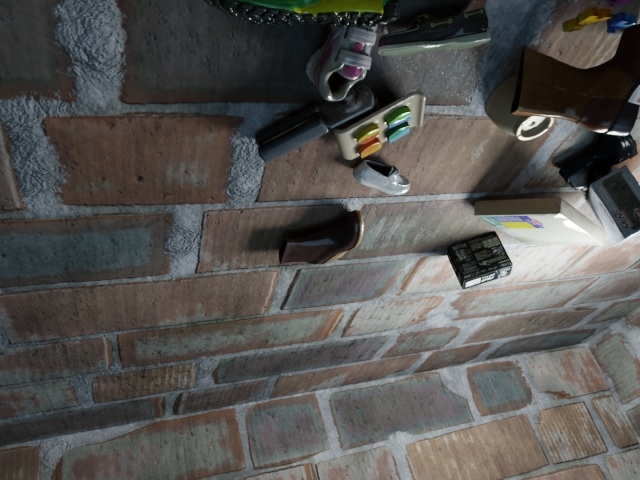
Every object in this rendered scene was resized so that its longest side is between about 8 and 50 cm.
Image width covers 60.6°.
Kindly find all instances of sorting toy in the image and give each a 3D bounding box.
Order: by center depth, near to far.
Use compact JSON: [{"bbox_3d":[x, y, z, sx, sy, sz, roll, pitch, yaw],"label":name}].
[{"bbox_3d":[0.139,-0.251,1.248,0.208,0.038,0.193,-24,169,4],"label":"sorting toy"}]

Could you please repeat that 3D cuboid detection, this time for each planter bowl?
[{"bbox_3d":[0.497,-0.314,1.327,0.162,0.109,0.162,-12,149,-8],"label":"planter bowl"}]

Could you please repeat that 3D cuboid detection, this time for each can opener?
[{"bbox_3d":[-0.003,-0.250,1.212,0.283,0.076,0.095,-25,147,14],"label":"can opener"}]

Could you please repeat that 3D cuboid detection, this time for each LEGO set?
[{"bbox_3d":[0.551,-0.468,1.112,0.227,0.087,0.093,-4,-177,-27],"label":"LEGO set"}]

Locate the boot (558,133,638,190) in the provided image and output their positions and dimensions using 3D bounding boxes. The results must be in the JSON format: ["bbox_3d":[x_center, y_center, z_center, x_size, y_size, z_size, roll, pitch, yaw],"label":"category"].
[{"bbox_3d":[0.802,-0.243,1.601,0.207,0.094,0.246,-37,150,23],"label":"boot"}]

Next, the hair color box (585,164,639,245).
[{"bbox_3d":[0.932,-0.096,1.708,0.113,0.185,0.374,-31,165,19],"label":"hair color box"}]

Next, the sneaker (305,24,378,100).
[{"bbox_3d":[0.060,-0.363,1.028,0.103,0.111,0.252,-1,145,-25],"label":"sneaker"}]

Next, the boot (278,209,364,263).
[{"bbox_3d":[0.000,0.000,1.592,0.207,0.090,0.248,-5,150,-24],"label":"boot"}]

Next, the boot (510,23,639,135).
[{"bbox_3d":[0.585,-0.388,1.243,0.280,0.264,0.096,13,-173,-3],"label":"boot"}]

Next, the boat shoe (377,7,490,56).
[{"bbox_3d":[0.220,-0.410,1.080,0.227,0.069,0.081,-9,-172,-6],"label":"boat shoe"}]

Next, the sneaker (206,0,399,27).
[{"bbox_3d":[-0.042,-0.430,0.888,0.343,0.146,0.134,-1,-169,-7],"label":"sneaker"}]

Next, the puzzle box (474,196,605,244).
[{"bbox_3d":[0.714,-0.054,1.768,0.272,0.052,0.409,1,168,43],"label":"puzzle box"}]

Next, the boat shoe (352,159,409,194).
[{"bbox_3d":[0.172,-0.173,1.442,0.184,0.066,0.063,16,138,-28],"label":"boat shoe"}]

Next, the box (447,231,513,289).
[{"bbox_3d":[0.558,0.070,1.926,0.180,0.147,0.077,-18,149,0],"label":"box"}]
